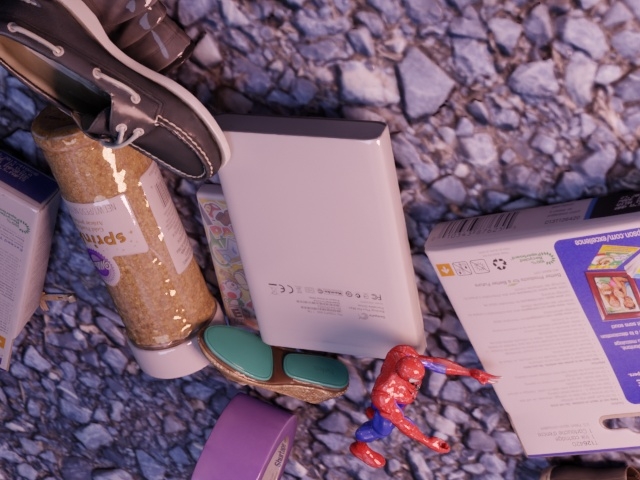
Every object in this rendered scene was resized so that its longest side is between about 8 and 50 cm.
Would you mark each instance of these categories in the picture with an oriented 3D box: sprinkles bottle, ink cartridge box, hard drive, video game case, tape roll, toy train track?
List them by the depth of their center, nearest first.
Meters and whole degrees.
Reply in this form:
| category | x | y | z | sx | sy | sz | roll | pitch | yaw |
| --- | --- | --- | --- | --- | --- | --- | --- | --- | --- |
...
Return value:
| category | x | y | z | sx | sy | sz | roll | pitch | yaw |
| --- | --- | --- | --- | --- | --- | --- | --- | --- | --- |
| ink cartridge box | 0.307 | 0.094 | 1.656 | 0.303 | 0.072 | 0.307 | -10 | 124 | 32 |
| hard drive | 0.000 | 0.000 | 1.716 | 0.203 | 0.040 | 0.307 | 5 | 129 | 23 |
| video game case | -0.023 | 0.032 | 1.800 | 0.227 | 0.026 | 0.206 | 7 | 130 | 23 |
| sprinkles bottle | -0.219 | -0.006 | 1.804 | 0.121 | 0.121 | 0.355 | -1 | 126 | 28 |
| tape roll | -0.102 | 0.294 | 1.949 | 0.080 | 0.189 | 0.189 | 22 | 134 | 10 |
| ink cartridge box | -0.500 | -0.024 | 1.967 | 0.324 | 0.071 | 0.330 | 29 | 137 | 7 |
| toy train track | -0.359 | 0.078 | 2.021 | 0.083 | 0.014 | 0.048 | -1 | 127 | 28 |

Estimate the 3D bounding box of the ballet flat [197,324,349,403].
| category | x | y | z | sx | sy | sz | roll | pitch | yaw |
| --- | --- | --- | --- | --- | --- | --- | --- | --- | --- |
| ballet flat | -0.065 | 0.158 | 1.859 | 0.206 | 0.073 | 0.067 | 21 | 141 | -21 |

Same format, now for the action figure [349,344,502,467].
| category | x | y | z | sx | sy | sz | roll | pitch | yaw |
| --- | --- | --- | --- | --- | --- | --- | --- | --- | --- |
| action figure | 0.117 | 0.199 | 1.766 | 0.139 | 0.091 | 0.280 | 21 | 157 | 6 |

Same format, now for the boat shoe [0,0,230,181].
| category | x | y | z | sx | sy | sz | roll | pitch | yaw |
| --- | --- | --- | --- | --- | --- | --- | --- | --- | --- |
| boat shoe | -0.226 | -0.148 | 1.599 | 0.302 | 0.091 | 0.114 | 38 | 144 | -18 |

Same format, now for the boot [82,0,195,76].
| category | x | y | z | sx | sy | sz | roll | pitch | yaw |
| --- | --- | --- | --- | --- | --- | --- | --- | --- | --- |
| boot | -0.191 | -0.274 | 1.586 | 0.338 | 0.118 | 0.222 | -8 | 128 | 43 |

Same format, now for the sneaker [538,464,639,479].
| category | x | y | z | sx | sy | sz | roll | pitch | yaw |
| --- | --- | --- | --- | --- | --- | --- | --- | --- | --- |
| sneaker | 0.351 | 0.364 | 1.847 | 0.118 | 0.083 | 0.222 | -9 | 121 | 32 |
